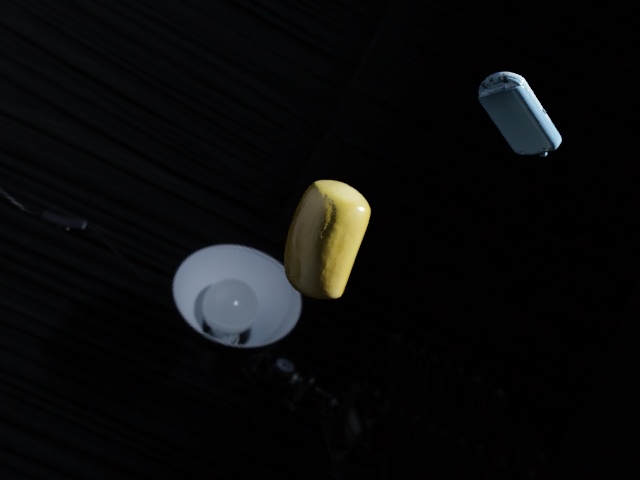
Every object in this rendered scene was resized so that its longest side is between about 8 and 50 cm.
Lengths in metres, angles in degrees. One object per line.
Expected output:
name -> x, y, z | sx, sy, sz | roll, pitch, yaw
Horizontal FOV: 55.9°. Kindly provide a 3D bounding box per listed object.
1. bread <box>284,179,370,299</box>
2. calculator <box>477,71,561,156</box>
bread -> 0.000, 0.000, 1.085 | 0.098, 0.147, 0.217 | -9, 120, -48
calculator -> 0.404, -0.251, 1.231 | 0.039, 0.210, 0.121 | -47, -161, -16
